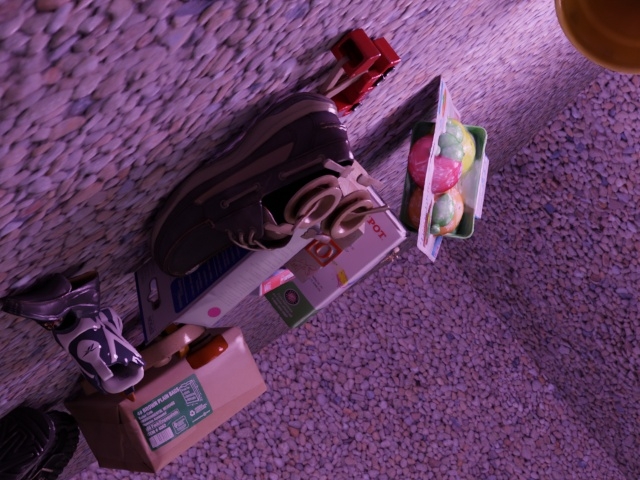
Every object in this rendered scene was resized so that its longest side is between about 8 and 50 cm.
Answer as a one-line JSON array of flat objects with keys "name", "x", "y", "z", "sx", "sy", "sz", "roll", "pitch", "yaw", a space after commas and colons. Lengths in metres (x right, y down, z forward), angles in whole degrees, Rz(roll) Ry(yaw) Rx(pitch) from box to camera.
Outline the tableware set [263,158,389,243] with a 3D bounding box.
[{"name": "tableware set", "x": 0.020, "y": -0.038, "z": 1.513, "sx": 0.128, "sy": 0.039, "sz": 0.194, "roll": -46, "pitch": 156, "yaw": 14}]

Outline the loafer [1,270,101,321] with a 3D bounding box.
[{"name": "loafer", "x": -0.359, "y": 0.072, "z": 1.497, "sx": 0.170, "sy": 0.062, "sz": 0.061, "roll": -4, "pitch": 107, "yaw": -64}]

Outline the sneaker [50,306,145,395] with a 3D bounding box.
[{"name": "sneaker", "x": -0.345, "y": 0.189, "z": 1.815, "sx": 0.094, "sy": 0.153, "sz": 0.235, "roll": -35, "pitch": 171, "yaw": -7}]

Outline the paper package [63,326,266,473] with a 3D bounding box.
[{"name": "paper package", "x": -0.325, "y": 0.329, "z": 2.354, "sx": 0.325, "sy": 0.168, "sz": 0.309, "roll": -32, "pitch": -169, "yaw": -33}]

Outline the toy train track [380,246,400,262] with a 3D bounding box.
[{"name": "toy train track", "x": 0.136, "y": 0.027, "z": 2.059, "sx": 0.048, "sy": 0.014, "sz": 0.083, "roll": -38, "pitch": 174, "yaw": -11}]

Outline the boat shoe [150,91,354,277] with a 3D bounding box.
[{"name": "boat shoe", "x": -0.098, "y": -0.051, "z": 1.536, "sx": 0.355, "sy": 0.130, "sz": 0.132, "roll": -43, "pitch": 154, "yaw": 25}]

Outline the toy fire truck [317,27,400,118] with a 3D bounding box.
[{"name": "toy fire truck", "x": 0.040, "y": -0.226, "z": 1.542, "sx": 0.135, "sy": 0.047, "sz": 0.192, "roll": -28, "pitch": 169, "yaw": -44}]

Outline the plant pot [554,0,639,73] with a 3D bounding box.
[{"name": "plant pot", "x": 0.566, "y": -0.455, "z": 1.928, "sx": 0.239, "sy": 0.254, "sz": 0.254, "roll": -50, "pitch": 180, "yaw": -35}]

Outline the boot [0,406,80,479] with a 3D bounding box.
[{"name": "boot", "x": -0.631, "y": 0.461, "z": 2.177, "sx": 0.348, "sy": 0.131, "sz": 0.260, "roll": -37, "pitch": 172, "yaw": -9}]

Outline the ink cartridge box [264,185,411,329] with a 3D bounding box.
[{"name": "ink cartridge box", "x": 0.000, "y": 0.000, "z": 2.083, "sx": 0.278, "sy": 0.201, "sz": 0.117, "roll": -40, "pitch": 172, "yaw": 11}]

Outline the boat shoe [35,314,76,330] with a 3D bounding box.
[{"name": "boat shoe", "x": -0.381, "y": 0.103, "z": 1.586, "sx": 0.049, "sy": 0.042, "sz": 0.133, "roll": -36, "pitch": 171, "yaw": -1}]

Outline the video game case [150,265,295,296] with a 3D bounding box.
[{"name": "video game case", "x": -0.142, "y": 0.050, "z": 1.889, "sx": 0.204, "sy": 0.025, "sz": 0.285, "roll": 3, "pitch": -170, "yaw": 19}]

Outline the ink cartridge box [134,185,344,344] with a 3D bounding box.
[{"name": "ink cartridge box", "x": -0.129, "y": 0.002, "z": 1.686, "sx": 0.371, "sy": 0.175, "sz": 0.069, "roll": -38, "pitch": 128, "yaw": 15}]

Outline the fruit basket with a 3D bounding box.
[{"name": "fruit basket", "x": 0.247, "y": -0.129, "z": 2.208, "sx": 0.353, "sy": 0.165, "sz": 0.327, "roll": 45, "pitch": 54, "yaw": -81}]

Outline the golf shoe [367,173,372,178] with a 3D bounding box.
[{"name": "golf shoe", "x": 0.036, "y": -0.082, "z": 2.267, "sx": 0.186, "sy": 0.067, "sz": 0.086, "roll": -35, "pitch": 170, "yaw": -18}]

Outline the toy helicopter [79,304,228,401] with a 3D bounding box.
[{"name": "toy helicopter", "x": -0.363, "y": 0.241, "z": 2.150, "sx": 0.355, "sy": 0.140, "sz": 0.235, "roll": -28, "pitch": -173, "yaw": 42}]

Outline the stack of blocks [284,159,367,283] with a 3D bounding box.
[{"name": "stack of blocks", "x": -0.016, "y": -0.041, "z": 1.822, "sx": 0.171, "sy": 0.087, "sz": 0.297, "roll": -40, "pitch": -166, "yaw": 16}]
